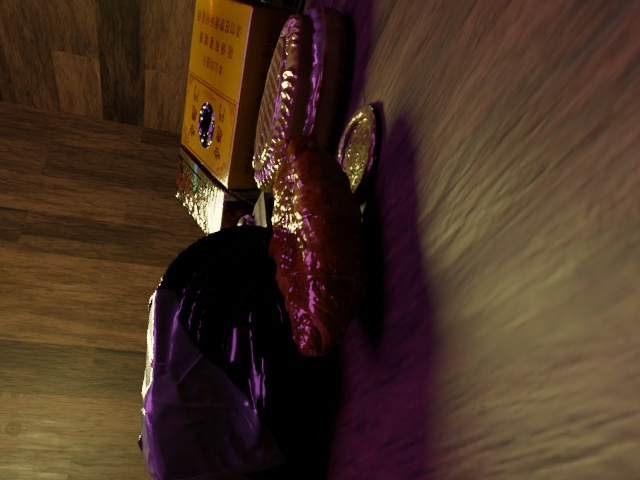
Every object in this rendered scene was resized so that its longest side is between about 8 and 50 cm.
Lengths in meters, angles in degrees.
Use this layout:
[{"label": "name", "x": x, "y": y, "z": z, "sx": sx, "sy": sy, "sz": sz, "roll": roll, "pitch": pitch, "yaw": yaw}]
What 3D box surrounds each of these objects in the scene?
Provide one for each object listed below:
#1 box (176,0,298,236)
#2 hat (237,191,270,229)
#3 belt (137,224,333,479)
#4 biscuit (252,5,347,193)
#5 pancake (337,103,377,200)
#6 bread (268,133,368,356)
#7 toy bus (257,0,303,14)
[{"label": "box", "x": -0.155, "y": -0.213, "z": 0.988, "sx": 0.264, "sy": 0.116, "sz": 0.414, "roll": 43, "pitch": 127, "yaw": 47}, {"label": "hat", "x": -0.129, "y": 0.045, "z": 0.822, "sx": 0.252, "sy": 0.110, "sz": 0.251, "roll": 177, "pitch": 90, "yaw": -82}, {"label": "belt", "x": -0.081, "y": 0.131, "z": 0.545, "sx": 0.164, "sy": 0.184, "sz": 0.288, "roll": 145, "pitch": 126, "yaw": -65}, {"label": "biscuit", "x": -0.033, "y": -0.183, "z": 0.736, "sx": 0.259, "sy": 0.079, "sz": 0.258, "roll": -172, "pitch": 90, "yaw": -75}, {"label": "pancake", "x": 0.036, "y": -0.085, "z": 0.548, "sx": 0.115, "sy": 0.011, "sz": 0.114, "roll": -171, "pitch": 90, "yaw": -74}, {"label": "bread", "x": 0.000, "y": 0.000, "z": 0.497, "sx": 0.105, "sy": 0.076, "sz": 0.232, "roll": 127, "pitch": 145, "yaw": -46}, {"label": "toy bus", "x": -0.096, "y": -0.440, "z": 1.086, "sx": 0.088, "sy": 0.101, "sz": 0.174, "roll": -110, "pitch": 36, "yaw": -51}]
